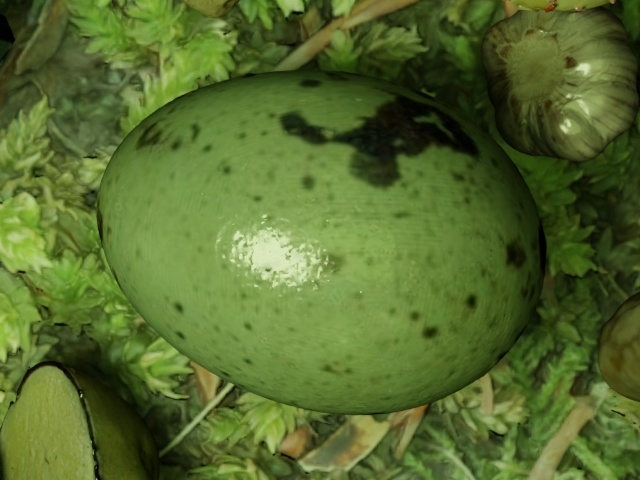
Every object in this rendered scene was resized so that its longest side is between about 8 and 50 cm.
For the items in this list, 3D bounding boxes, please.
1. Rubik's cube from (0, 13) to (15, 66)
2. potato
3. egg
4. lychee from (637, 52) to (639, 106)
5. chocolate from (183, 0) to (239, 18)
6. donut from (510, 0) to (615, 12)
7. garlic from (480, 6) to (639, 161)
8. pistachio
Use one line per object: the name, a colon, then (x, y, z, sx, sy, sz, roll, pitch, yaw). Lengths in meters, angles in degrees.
Rubik's cube: (-0.425, -0.134, 1.612, 0.248, 0.246, 0.250, 30, 93, -4)
potato: (-0.198, 0.208, 1.715, 0.117, 0.182, 0.202, -2, 78, -35)
egg: (0.000, 0.000, 1.629, 0.379, 0.287, 0.287, 9, 94, 10)
lychee: (0.352, -0.152, 1.704, 0.165, 0.197, 0.165, 2, 87, -47)
chocolate: (-0.049, -0.342, 1.677, 0.134, 0.134, 0.309, 26, 91, -5)
donut: (0.211, -0.258, 1.688, 0.175, 0.174, 0.068, -5, 134, -3)
garlic: (0.215, -0.142, 1.709, 0.159, 0.102, 0.147, 48, 113, 34)
pistachio: (0.341, 0.093, 1.745, 0.185, 0.108, 0.126, -9, 119, -9)
